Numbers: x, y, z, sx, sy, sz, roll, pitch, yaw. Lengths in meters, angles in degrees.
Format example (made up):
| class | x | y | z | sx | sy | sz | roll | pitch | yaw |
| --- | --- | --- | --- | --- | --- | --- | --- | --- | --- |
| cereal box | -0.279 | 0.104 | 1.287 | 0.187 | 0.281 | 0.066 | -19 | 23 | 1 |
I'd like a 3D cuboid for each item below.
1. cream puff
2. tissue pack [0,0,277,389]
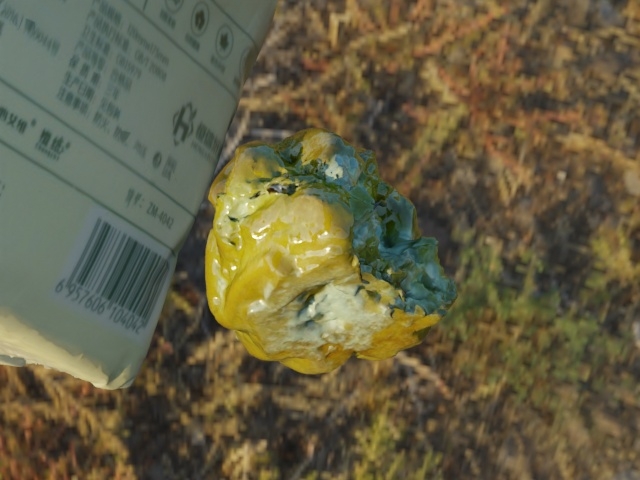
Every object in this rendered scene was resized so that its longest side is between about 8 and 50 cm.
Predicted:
| class | x | y | z | sx | sy | sz | roll | pitch | yaw |
| --- | --- | --- | --- | --- | --- | --- | --- | --- | --- |
| cream puff | -0.005 | 0.002 | 1.314 | 0.195 | 0.221 | 0.194 | -17 | 52 | 22 |
| tissue pack | -0.204 | -0.112 | 0.836 | 0.207 | 0.380 | 0.297 | 15 | 77 | 27 |
